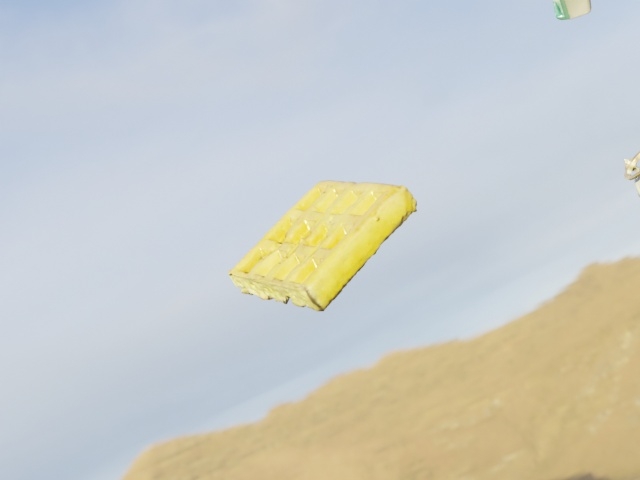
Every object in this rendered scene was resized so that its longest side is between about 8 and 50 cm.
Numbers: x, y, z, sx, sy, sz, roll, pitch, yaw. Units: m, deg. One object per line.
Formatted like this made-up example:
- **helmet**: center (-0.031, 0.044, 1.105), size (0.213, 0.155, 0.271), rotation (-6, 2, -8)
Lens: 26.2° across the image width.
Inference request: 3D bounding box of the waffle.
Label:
- **waffle**: center (0.000, 0.000, 2.012), size (0.221, 0.055, 0.248), rotation (-47, 25, -20)

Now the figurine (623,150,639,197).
- **figurine**: center (0.554, -0.088, 2.171), size (0.132, 0.154, 0.132), rotation (-53, 12, 16)

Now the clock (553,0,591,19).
- **clock**: center (0.410, -0.537, 2.272), size (0.116, 0.262, 0.231), rotation (-9, -28, 16)
